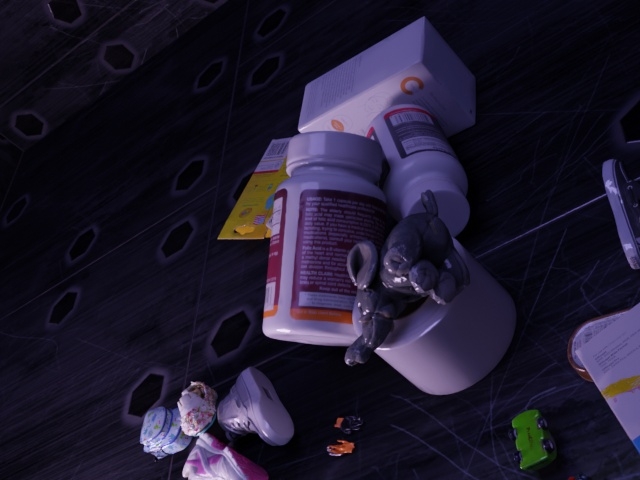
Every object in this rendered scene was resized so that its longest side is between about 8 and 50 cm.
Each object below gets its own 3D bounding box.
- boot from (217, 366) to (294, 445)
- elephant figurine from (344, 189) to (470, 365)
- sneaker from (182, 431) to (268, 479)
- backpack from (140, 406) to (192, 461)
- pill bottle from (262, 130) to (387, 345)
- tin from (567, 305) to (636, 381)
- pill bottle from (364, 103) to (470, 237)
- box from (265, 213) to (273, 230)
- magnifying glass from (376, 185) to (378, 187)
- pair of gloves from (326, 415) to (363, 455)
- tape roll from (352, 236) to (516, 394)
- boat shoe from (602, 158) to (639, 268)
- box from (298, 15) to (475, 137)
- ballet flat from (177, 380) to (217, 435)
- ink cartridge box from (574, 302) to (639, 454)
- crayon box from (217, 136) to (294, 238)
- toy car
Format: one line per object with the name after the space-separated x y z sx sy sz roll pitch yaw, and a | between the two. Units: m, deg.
-0.138 0.369 1.952 0.123 0.095 0.258 -51 23 7 | boot
0.115 0.068 1.599 0.186 0.169 0.239 -39 2 -44 | elephant figurine
-0.193 0.467 1.900 0.111 0.103 0.252 -58 25 -12 | sneaker
-0.339 0.420 2.125 0.114 0.084 0.105 -22 43 31 | backpack
0.014 0.000 1.874 0.224 0.224 0.392 -6 74 47 | pill bottle
0.473 0.158 1.490 0.190 0.040 0.106 -22 45 35 | tin
0.202 -0.136 1.985 0.176 0.176 0.318 -38 34 16 | pill bottle
0.000 0.000 2.120 0.094 0.113 0.275 -53 37 -2 | box
0.054 -0.055 2.216 0.231 0.026 0.092 -29 37 29 | magnifying glass
0.047 0.366 1.796 0.074 0.010 0.083 -12 45 45 | pair of gloves
0.202 0.130 1.714 0.246 0.169 0.246 -30 37 26 | tape roll
0.531 -0.056 1.608 0.076 0.080 0.228 -23 41 25 | boat shoe
0.153 -0.313 2.193 0.345 0.215 0.168 -24 39 32 | box
-0.267 0.352 2.032 0.091 0.077 0.241 -40 5 -3 | ballet flat
0.490 0.212 1.284 0.168 0.171 0.232 -39 34 13 | ink cartridge box
-0.110 -0.115 2.420 0.202 0.081 0.318 0 55 50 | crayon box
0.334 0.355 1.429 0.239 0.053 0.225 -30 36 25 | toy car
